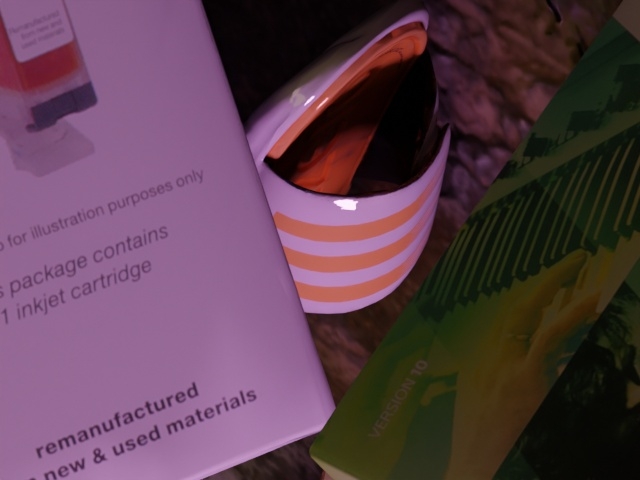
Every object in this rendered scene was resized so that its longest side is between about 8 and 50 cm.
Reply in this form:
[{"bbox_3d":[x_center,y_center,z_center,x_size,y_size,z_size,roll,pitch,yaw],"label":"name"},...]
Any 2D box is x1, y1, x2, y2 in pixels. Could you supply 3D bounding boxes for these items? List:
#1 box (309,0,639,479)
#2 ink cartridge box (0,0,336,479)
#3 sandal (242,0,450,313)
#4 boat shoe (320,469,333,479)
[{"bbox_3d":[0.177,0.027,0.505,0.322,0.232,0.058,19,158,45],"label":"box"},{"bbox_3d":[-0.165,-0.093,0.772,0.279,0.160,0.384,7,115,69],"label":"ink cartridge box"},{"bbox_3d":[0.007,-0.006,0.814,0.076,0.102,0.265,45,152,11],"label":"sandal"},{"bbox_3d":[0.120,0.173,0.817,0.302,0.109,0.098,48,145,19],"label":"boat shoe"}]
